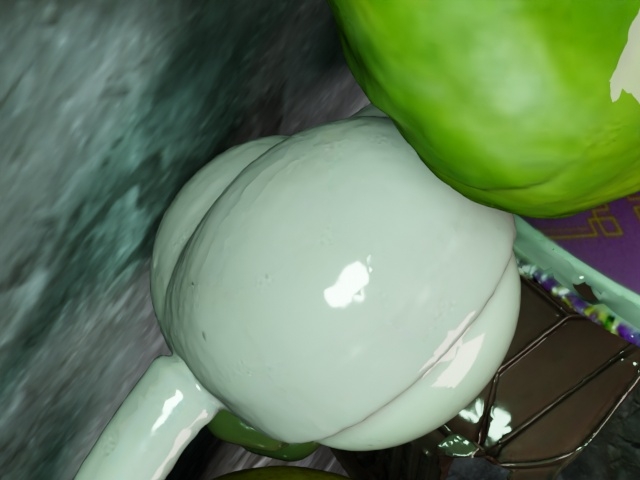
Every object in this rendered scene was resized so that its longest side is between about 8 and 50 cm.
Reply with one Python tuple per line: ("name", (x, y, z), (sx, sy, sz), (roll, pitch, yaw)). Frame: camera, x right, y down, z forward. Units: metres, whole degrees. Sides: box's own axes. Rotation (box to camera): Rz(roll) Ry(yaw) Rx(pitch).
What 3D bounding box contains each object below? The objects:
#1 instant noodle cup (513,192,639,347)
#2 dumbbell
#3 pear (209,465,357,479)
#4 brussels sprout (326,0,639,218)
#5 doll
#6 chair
("instant noodle cup", (0.212, -0.125, 0.700), (0.340, 0.340, 0.266), (-42, 151, -56))
("dumbbell", (-0.024, 0.078, 0.905), (0.118, 0.052, 0.046), (65, 34, -80))
("pear", (-0.008, 0.215, 0.943), (0.209, 0.209, 0.209), (-54, 170, -14))
("brussels sprout", (0.069, -0.096, 0.515), (0.144, 0.161, 0.180), (-21, -154, 20))
("doll", (-0.057, 0.082, 0.589), (0.365, 0.094, 0.160), (-50, -164, -3))
("chair", (0.092, 0.055, 1.039), (0.183, 0.175, 0.326), (-46, 165, -10))
